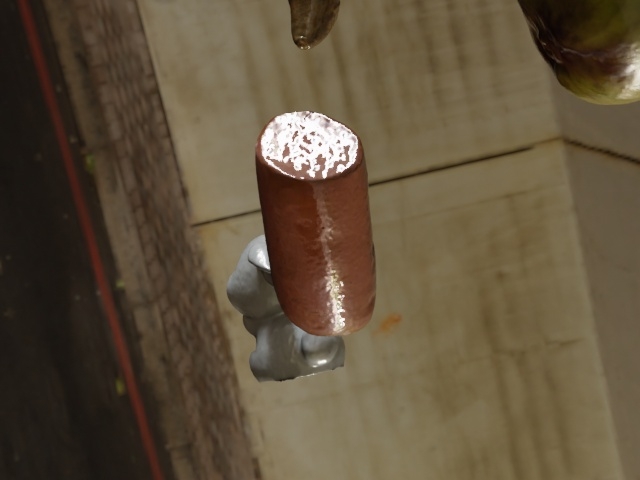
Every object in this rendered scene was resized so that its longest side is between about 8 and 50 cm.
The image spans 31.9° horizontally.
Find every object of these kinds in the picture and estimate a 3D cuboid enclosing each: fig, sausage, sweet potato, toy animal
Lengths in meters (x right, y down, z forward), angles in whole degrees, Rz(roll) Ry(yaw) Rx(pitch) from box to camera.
[{"bbox_3d":[0.189,-0.157,0.712,0.136,0.121,0.153,59,-28,-1],"label":"fig"},{"bbox_3d":[0.000,0.000,1.108,0.113,0.113,0.259,-101,-177,-45],"label":"sausage"},{"bbox_3d":[-0.009,-0.357,1.404,0.097,0.097,0.292,75,17,-48],"label":"sweet potato"},{"bbox_3d":[-0.038,0.087,1.426,0.178,0.127,0.193,-176,-103,-68],"label":"toy animal"}]
